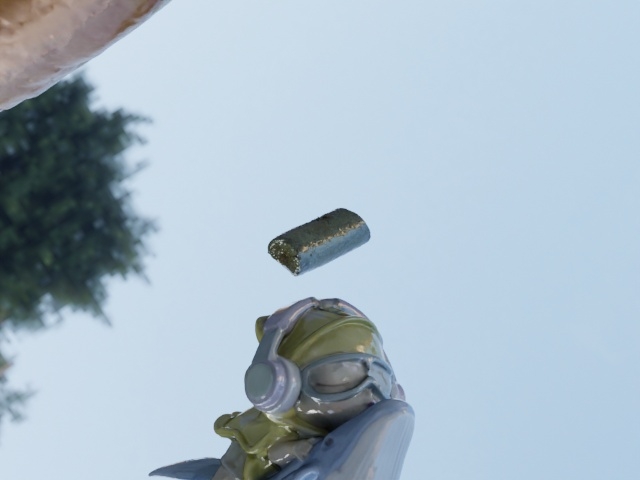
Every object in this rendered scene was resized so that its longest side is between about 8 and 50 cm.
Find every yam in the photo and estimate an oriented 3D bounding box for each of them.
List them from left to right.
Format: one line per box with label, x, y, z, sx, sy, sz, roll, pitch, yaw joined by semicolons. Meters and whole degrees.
yam;0.000;0.000;1.437;0.094;0.043;0.043;-27;-157;-35

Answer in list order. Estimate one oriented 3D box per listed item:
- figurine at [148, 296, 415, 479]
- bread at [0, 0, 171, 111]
figurine;-0.016;0.133;1.077;0.208;0.128;0.184;-19;-115;45
bread;-0.171;-0.193;0.917;0.288;0.204;0.156;-23;-167;36
